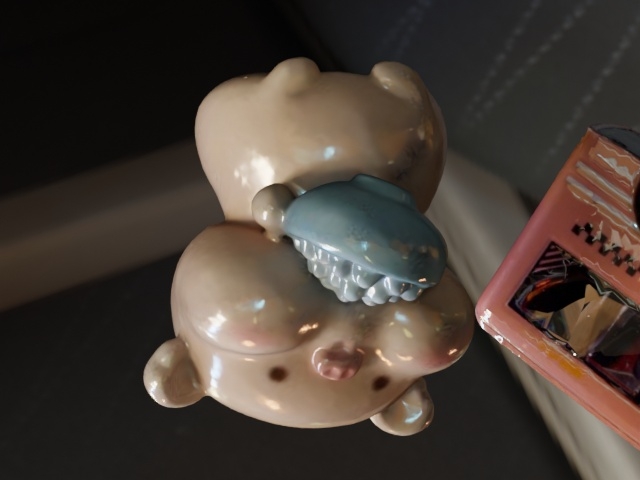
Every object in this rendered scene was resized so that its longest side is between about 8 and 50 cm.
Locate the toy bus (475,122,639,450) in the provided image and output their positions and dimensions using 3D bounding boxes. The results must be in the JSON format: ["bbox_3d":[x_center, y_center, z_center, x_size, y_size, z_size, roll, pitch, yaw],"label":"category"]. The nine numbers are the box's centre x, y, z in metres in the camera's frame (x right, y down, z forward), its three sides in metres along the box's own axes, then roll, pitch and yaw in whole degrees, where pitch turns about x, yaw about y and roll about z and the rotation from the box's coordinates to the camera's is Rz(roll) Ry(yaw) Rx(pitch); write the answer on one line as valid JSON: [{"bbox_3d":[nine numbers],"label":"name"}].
[{"bbox_3d":[0.342,0.097,1.312,0.233,0.427,0.203,-56,166,15],"label":"toy bus"}]

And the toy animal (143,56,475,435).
[{"bbox_3d":[-0.007,-0.002,1.157,0.210,0.221,0.229,5,139,-19],"label":"toy animal"}]
